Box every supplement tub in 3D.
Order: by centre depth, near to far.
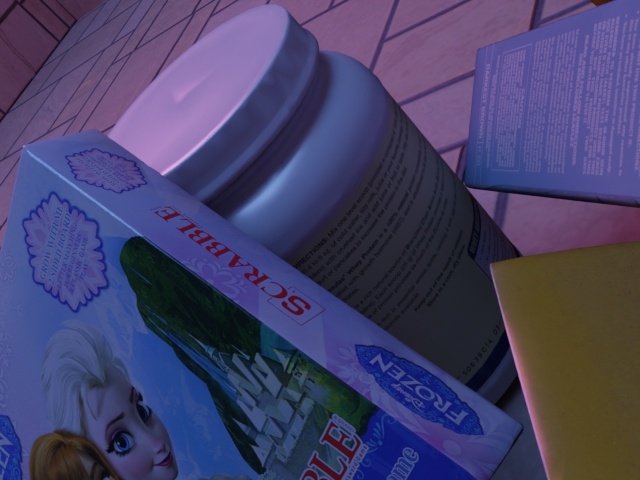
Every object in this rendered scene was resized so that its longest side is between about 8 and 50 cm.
[{"bbox_3d":[0.000,0.000,0.673,0.235,0.325,0.235,-31,32,22],"label":"supplement tub"}]

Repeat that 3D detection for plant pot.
[{"bbox_3d":[0.217,0.117,0.398,0.187,0.212,0.212,-20,35,13],"label":"plant pot"}]

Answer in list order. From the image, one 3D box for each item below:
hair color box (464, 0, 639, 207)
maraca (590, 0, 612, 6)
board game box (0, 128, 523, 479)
[{"bbox_3d":[0.235,-0.070,0.478,0.374,0.186,0.113,-148,62,-78],"label":"hair color box"},{"bbox_3d":[0.346,-0.282,0.833,0.186,0.099,0.127,-15,45,3],"label":"maraca"},{"bbox_3d":[-0.088,0.146,0.526,0.066,0.318,0.318,-27,-35,-55],"label":"board game box"}]
